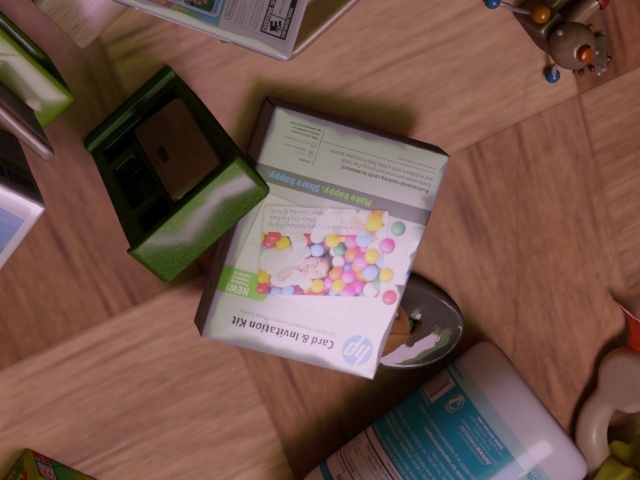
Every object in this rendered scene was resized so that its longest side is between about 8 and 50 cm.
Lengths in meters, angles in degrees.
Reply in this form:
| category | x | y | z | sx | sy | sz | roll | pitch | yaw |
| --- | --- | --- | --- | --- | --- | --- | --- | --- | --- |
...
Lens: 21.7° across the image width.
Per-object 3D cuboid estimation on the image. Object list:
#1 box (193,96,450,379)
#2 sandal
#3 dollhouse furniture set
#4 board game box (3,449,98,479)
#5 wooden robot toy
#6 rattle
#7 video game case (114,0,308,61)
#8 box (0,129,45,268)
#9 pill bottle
| category | x | y | z | sx | sy | sz | roll | pitch | yaw |
| --- | --- | --- | --- | --- | --- | --- | --- | --- | --- |
| box | 0.000 | 0.000 | 1.268 | 0.145 | 0.038 | 0.186 | 16 | 103 | -17 |
| sandal | 0.029 | 0.055 | 1.338 | 0.219 | 0.060 | 0.090 | 30 | 105 | -34 |
| dollhouse furniture set | -0.072 | -0.160 | 1.104 | 0.301 | 0.151 | 0.197 | -42 | 127 | 6 |
| board game box | -0.191 | 0.249 | 1.378 | 0.181 | 0.043 | 0.092 | 30 | 106 | -34 |
| wooden robot toy | 0.185 | -0.166 | 1.254 | 0.076 | 0.079 | 0.173 | -42 | 127 | 6 |
| rattle | 0.313 | 0.141 | 1.509 | 0.142 | 0.130 | 0.200 | -7 | 97 | -31 |
| video game case | -0.063 | -0.211 | 1.061 | 0.143 | 0.019 | 0.157 | 18 | 88 | -18 |
| box | -0.299 | 0.008 | 1.144 | 0.114 | 0.103 | 0.203 | 29 | 106 | -34 |
| pill bottle | 0.083 | 0.216 | 1.409 | 0.264 | 0.146 | 0.146 | -38 | 127 | 4 |
